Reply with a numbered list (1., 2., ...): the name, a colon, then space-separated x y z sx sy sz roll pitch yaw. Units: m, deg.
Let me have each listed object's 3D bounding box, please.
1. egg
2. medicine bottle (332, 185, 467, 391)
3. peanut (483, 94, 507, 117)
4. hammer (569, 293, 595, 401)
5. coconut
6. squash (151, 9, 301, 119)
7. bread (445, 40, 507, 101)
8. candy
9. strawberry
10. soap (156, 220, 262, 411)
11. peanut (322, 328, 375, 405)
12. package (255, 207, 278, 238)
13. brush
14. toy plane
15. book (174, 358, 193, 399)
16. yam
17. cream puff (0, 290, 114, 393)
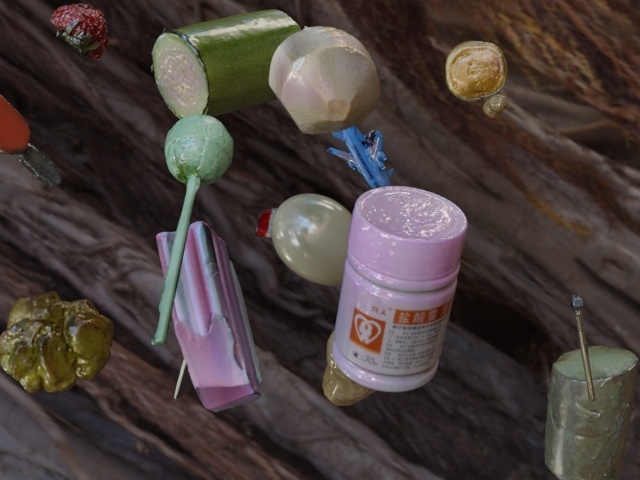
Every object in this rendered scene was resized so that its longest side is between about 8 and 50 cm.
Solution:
1. egg: 0.000 0.000 2.057 0.186 0.241 0.186 -53 2 2
2. medicine bottle: 0.135 0.087 1.605 0.202 0.202 0.316 -53 -25 -56
3. peanut: 0.438 -0.336 2.278 0.054 0.054 0.113 -57 0 -8
4. hammer: 0.435 0.177 1.508 0.062 0.017 0.182 -46 -54 -79
5. coconut: 0.011 -0.332 1.896 0.237 0.236 0.197 -54 -22 -51
6. squash: -0.253 -0.489 2.542 0.384 0.263 0.263 -24 -24 -41
7. bread: 0.267 -0.292 1.567 0.110 0.110 0.024 -57 -6 9
8. candy: -0.222 -0.028 1.493 0.119 0.119 0.440 120 160 -54
9. strawberry: -0.535 -0.488 2.084 0.085 0.140 0.192 -43 -19 19
10. soap: -0.203 0.147 1.704 0.109 0.324 0.193 -19 -20 6
11. peanut: 0.086 0.288 2.150 0.159 0.143 0.291 -16 -33 -14
12. package: -0.044 -0.042 2.363 0.154 0.239 0.030 -85 2 -61
13. brush: -0.467 -0.178 1.212 0.051 0.323 0.070 -2 49 43
14. toy plane: 0.130 -0.248 2.648 0.105 0.271 0.254 -51 21 -26
15. book: -0.250 0.253 1.915 0.127 0.014 0.182 -37 -20 -37
16. yam: 0.501 0.326 1.698 0.161 0.161 0.268 -52 -36 -61
17. cream puff: -0.579 0.217 1.982 0.244 0.196 0.244 -21 35 15
